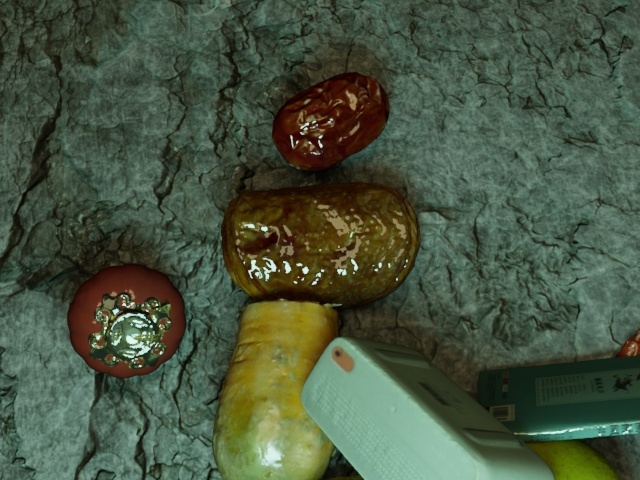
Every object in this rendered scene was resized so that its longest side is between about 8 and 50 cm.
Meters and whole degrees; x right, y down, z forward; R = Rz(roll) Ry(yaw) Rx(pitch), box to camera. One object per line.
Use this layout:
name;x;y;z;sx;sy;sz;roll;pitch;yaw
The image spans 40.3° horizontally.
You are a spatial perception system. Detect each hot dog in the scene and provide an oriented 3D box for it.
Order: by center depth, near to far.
hot dog;0.000;0.000;1.703;0.388;0.174;0.267;-4;67;-11

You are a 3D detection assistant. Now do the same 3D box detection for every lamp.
lamp;-0.374;0.153;1.688;0.227;0.227;0.227;-3;69;7

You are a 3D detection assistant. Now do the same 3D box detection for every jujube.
jujube;0.022;-0.244;1.804;0.250;0.174;0.174;-33;68;-17

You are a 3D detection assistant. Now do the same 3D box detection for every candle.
candle;0.565;0.228;1.607;0.053;0.048;0.162;24;80;42

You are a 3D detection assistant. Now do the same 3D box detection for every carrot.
carrot;-0.074;0.282;1.582;0.224;0.224;0.340;2;68;9

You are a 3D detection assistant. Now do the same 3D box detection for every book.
book;0.453;0.262;1.480;0.379;0.264;0.031;-8;104;16

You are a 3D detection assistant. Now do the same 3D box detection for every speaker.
speaker;0.152;0.311;1.370;0.406;0.184;0.183;40;104;47

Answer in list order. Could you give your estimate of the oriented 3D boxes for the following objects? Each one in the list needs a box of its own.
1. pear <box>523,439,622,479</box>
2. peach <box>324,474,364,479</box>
pear;0.366;0.448;1.434;0.294;0.294;0.294;-3;69;7
peach;0.076;0.545;1.418;0.314;0.281;0.315;-13;81;3
